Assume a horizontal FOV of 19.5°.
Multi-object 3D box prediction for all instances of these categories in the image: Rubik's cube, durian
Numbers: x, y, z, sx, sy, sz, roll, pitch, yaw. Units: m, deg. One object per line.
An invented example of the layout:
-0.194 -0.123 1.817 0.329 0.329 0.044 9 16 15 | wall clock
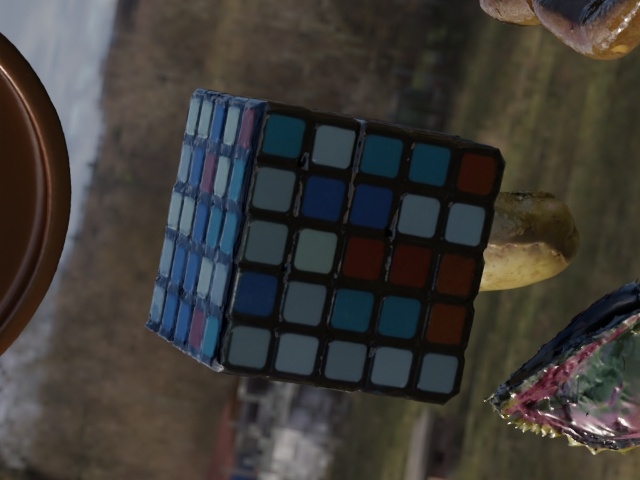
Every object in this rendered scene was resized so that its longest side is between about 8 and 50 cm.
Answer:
0.000 0.000 1.301 0.184 0.187 0.182 -160 80 -68 | Rubik's cube
0.233 0.110 1.461 0.187 0.108 0.119 -35 5 26 | durian

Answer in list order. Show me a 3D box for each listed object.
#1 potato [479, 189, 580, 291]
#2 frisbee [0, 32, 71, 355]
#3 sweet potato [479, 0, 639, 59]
0.140 0.002 1.627 0.107 0.170 0.080 68 -163 -63 | potato
-0.245 -0.014 0.916 0.021 0.251 0.250 -132 50 -57 | frisbee
0.204 -0.181 1.454 0.281 0.059 0.067 -141 66 -66 | sweet potato
